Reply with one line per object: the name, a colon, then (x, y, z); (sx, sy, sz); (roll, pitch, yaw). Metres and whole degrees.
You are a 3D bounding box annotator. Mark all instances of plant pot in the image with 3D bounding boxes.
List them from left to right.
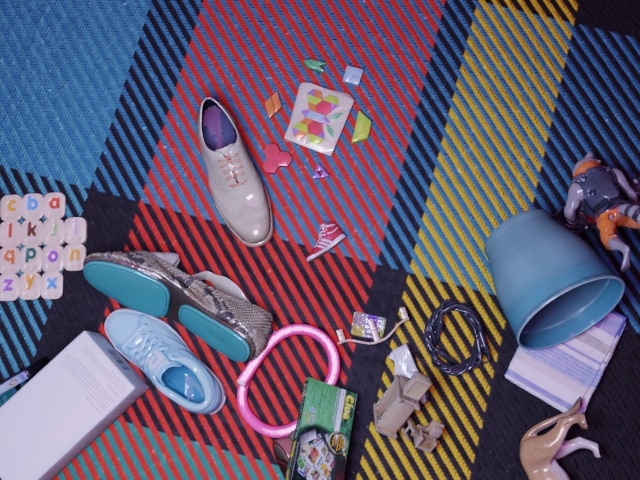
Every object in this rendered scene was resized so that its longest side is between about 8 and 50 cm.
plant pot: (0.523, 0.076, 1.840); (0.271, 0.272, 0.255); (-24, 55, -2)

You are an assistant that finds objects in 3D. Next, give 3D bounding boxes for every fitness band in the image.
fitness band: (-0.079, 0.342, 1.919); (0.209, 0.054, 0.291); (35, 84, 8)

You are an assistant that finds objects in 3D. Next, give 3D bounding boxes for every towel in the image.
towel: (0.119, 0.214, 1.956); (0.083, 0.009, 0.060); (12, 80, 4)
towel: (0.602, 0.267, 1.918); (0.209, 0.034, 0.285); (29, 80, 9)

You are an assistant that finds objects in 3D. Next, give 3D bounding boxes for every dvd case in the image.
dvd case: (-0.785, 0.364, 1.878); (0.253, 0.180, 0.022); (-30, 94, -3)

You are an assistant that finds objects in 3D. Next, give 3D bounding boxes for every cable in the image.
cable: (0.330, 0.237, 1.932); (0.150, 0.047, 0.185); (-19, 82, 4)

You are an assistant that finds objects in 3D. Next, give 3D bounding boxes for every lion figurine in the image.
lion figurine: (0.540, 0.576, 1.822); (0.240, 0.142, 0.393); (-16, 63, 26)

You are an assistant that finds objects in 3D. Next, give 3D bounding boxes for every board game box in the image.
board game box: (0.004, 0.460, 1.815); (0.136, 0.030, 0.260); (22, 58, -15)

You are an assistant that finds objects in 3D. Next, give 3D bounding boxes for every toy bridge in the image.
toy bridge: (0.131, 0.224, 1.935); (0.188, 0.026, 0.063); (-20, 81, -2)

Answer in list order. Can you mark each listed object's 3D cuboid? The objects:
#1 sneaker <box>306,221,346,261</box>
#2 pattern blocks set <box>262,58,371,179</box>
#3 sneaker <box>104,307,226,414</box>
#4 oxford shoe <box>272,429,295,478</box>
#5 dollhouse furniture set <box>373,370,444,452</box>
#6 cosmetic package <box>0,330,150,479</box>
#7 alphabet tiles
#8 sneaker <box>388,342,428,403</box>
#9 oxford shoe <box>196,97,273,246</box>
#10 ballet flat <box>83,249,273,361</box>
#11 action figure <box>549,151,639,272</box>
sneaker: (0.000, 0.000, 1.983); (0.118, 0.042, 0.067); (-35, 84, -12)
pattern blocks set: (-0.009, -0.319, 2.051); (0.285, 0.026, 0.325); (6, 80, 3)
sneaker: (-0.381, 0.282, 1.892); (0.365, 0.150, 0.135); (35, 82, 8)
oxford shoe: (0.020, 0.599, 1.838); (0.130, 0.123, 0.348); (-26, 91, -28)
dollhouse furniture set: (0.240, 0.385, 1.852); (0.160, 0.101, 0.182); (26, 117, -14)
cosmetic package: (-0.621, 0.411, 1.875); (0.365, 0.155, 0.197); (-42, 81, -5)
alphabet tiles: (-0.744, 0.016, 2.019); (0.283, 0.021, 0.278); (-3, 80, 2)
sneaker: (0.219, 0.331, 1.916); (0.061, 0.053, 0.152); (-26, 77, 13)
oxford shoe: (-0.230, -0.172, 1.970); (0.140, 0.146, 0.397); (-24, 80, -3)
ballet flat: (-0.334, 0.128, 1.920); (0.482, 0.164, 0.182); (26, 44, 4)
action figure: (0.743, -0.101, 1.889); (0.341, 0.179, 0.330); (-25, 50, -9)
